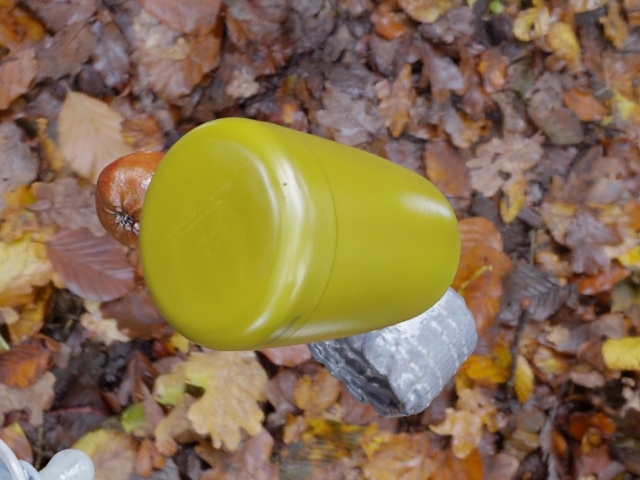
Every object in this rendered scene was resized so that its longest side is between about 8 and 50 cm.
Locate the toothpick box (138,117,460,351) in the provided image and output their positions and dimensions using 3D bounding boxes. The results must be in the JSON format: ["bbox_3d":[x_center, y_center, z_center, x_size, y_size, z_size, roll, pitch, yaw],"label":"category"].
[{"bbox_3d":[0.000,0.000,0.754,0.271,0.175,0.175,4,90,-52],"label":"toothpick box"}]

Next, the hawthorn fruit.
[{"bbox_3d":[-0.311,-0.083,1.630,0.179,0.179,0.200,63,29,-15],"label":"hawthorn fruit"}]

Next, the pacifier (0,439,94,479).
[{"bbox_3d":[-0.481,0.408,1.494,0.225,0.287,0.239,-20,112,-50],"label":"pacifier"}]

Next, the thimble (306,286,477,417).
[{"bbox_3d":[0.087,0.123,1.253,0.236,0.205,0.172,45,65,6],"label":"thimble"}]
